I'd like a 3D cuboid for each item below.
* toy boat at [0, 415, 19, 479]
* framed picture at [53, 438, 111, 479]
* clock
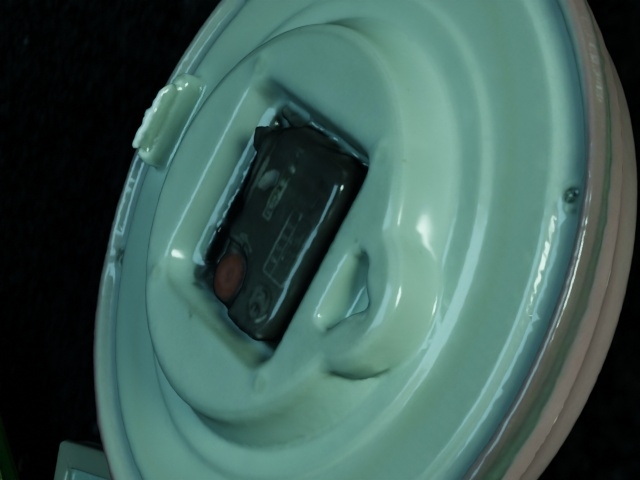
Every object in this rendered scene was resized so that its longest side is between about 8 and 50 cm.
[{"bbox_3d":[-0.166,0.098,0.704,0.104,0.052,0.210,-61,41,40],"label":"toy boat"},{"bbox_3d":[-0.051,0.160,0.582,0.203,0.015,0.150,6,85,50],"label":"framed picture"},{"bbox_3d":[-0.001,-0.001,0.524,0.244,0.056,0.244,-22,59,42],"label":"clock"}]
